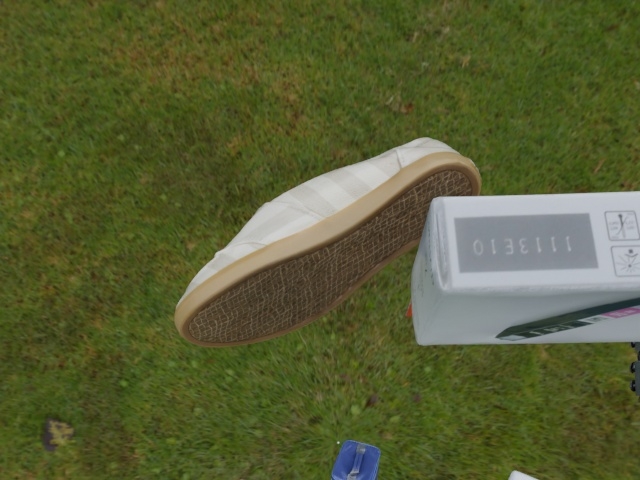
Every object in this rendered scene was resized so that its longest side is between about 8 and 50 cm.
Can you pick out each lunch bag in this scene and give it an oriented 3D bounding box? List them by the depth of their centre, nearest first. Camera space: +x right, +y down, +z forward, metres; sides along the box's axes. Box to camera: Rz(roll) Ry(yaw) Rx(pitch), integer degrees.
[{"bbox_3d":[0.053,0.363,1.209,0.067,0.065,0.098,9,32,12],"label":"lunch bag"}]

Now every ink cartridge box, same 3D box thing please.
[{"bbox_3d":[0.197,0.038,0.502,0.275,0.239,0.060,-2,68,1],"label":"ink cartridge box"}]

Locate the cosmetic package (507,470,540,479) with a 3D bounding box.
[{"bbox_3d":[0.512,0.601,1.353,0.454,0.230,0.161,19,49,15],"label":"cosmetic package"}]

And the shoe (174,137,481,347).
[{"bbox_3d":[0.000,0.000,0.516,0.219,0.076,0.058,-29,45,2],"label":"shoe"}]

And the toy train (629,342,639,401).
[{"bbox_3d":[0.401,0.119,0.956,0.036,0.027,0.158,8,81,-28],"label":"toy train"}]
